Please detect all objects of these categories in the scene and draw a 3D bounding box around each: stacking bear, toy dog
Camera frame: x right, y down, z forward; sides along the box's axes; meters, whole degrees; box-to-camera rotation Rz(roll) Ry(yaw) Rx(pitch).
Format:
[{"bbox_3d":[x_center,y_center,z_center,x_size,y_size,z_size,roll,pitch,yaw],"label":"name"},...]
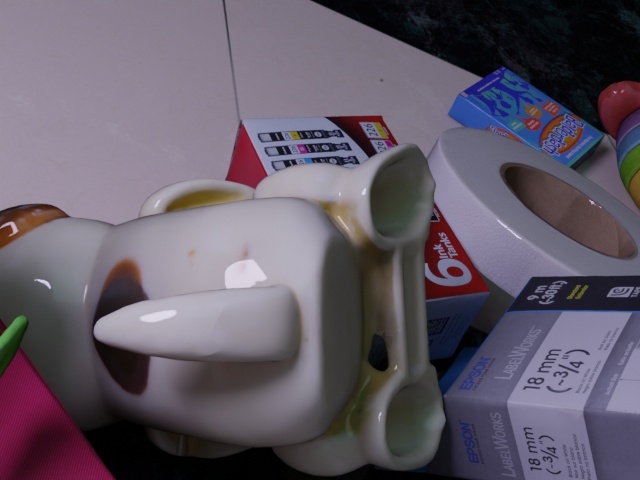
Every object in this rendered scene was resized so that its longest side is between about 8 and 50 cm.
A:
[{"bbox_3d":[0.545,-0.095,1.439,0.175,0.164,0.289,-10,56,9],"label":"stacking bear"},{"bbox_3d":[-0.133,0.087,0.824,0.407,0.285,0.395,-3,9,27],"label":"toy dog"}]

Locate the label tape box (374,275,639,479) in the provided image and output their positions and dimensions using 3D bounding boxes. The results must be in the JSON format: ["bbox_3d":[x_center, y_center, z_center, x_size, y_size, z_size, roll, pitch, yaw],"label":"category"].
[{"bbox_3d":[0.233,0.136,0.946,0.333,0.106,0.240,-2,26,37],"label":"label tape box"}]

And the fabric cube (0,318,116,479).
[{"bbox_3d":[-0.321,0.203,0.659,0.259,0.254,0.258,-24,58,-39],"label":"fabric cube"}]

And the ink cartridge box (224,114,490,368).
[{"bbox_3d":[0.000,0.000,1.111,0.271,0.130,0.309,-6,49,-27],"label":"ink cartridge box"}]

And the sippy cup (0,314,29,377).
[{"bbox_3d":[-0.323,-0.024,0.556,0.224,0.240,0.305,-44,115,-58],"label":"sippy cup"}]

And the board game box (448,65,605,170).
[{"bbox_3d":[0.334,-0.187,1.518,0.210,0.047,0.160,38,43,15],"label":"board game box"}]

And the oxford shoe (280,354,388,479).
[{"bbox_3d":[0.032,0.180,0.974,0.096,0.083,0.227,27,39,14],"label":"oxford shoe"}]

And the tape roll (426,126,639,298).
[{"bbox_3d":[0.307,-0.015,1.232,0.392,0.072,0.392,24,27,-13],"label":"tape roll"}]
